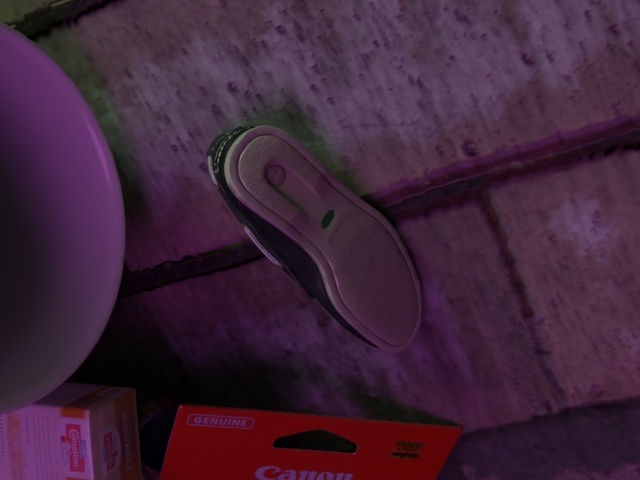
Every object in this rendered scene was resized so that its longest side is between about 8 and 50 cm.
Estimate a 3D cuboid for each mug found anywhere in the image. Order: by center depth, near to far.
[{"bbox_3d":[-0.340,0.017,0.700,0.328,0.276,0.374,-6,150,29],"label":"mug"}]

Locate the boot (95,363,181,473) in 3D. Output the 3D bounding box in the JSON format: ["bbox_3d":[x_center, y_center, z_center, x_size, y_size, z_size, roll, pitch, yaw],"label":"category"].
[{"bbox_3d":[-0.138,0.197,0.866,0.106,0.082,0.219,35,161,41],"label":"boot"}]

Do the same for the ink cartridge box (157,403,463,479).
[{"bbox_3d":[-0.022,0.263,0.818,0.275,0.060,0.239,8,126,-18],"label":"ink cartridge box"}]

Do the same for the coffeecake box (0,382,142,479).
[{"bbox_3d":[-0.248,0.197,0.757,0.185,0.068,0.142,0,97,23],"label":"coffeecake box"}]

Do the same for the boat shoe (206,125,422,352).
[{"bbox_3d":[0.000,0.000,0.709,0.233,0.084,0.079,47,158,-24],"label":"boat shoe"}]
